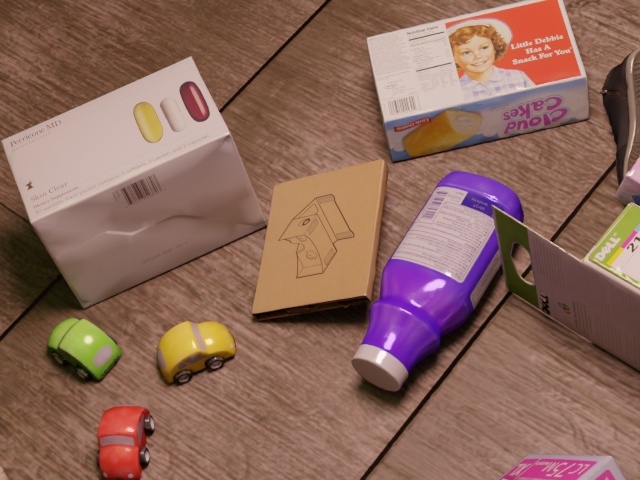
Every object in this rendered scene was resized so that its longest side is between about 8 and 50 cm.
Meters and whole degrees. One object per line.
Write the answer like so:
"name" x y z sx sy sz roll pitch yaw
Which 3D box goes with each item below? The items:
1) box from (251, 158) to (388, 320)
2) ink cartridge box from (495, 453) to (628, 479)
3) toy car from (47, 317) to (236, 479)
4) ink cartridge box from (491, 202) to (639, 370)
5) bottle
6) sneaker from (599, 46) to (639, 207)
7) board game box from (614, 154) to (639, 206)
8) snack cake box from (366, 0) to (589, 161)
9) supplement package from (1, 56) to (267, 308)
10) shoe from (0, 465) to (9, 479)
"box" 0.000 0.000 1.922 0.164 0.021 0.201 -11 53 28
"ink cartridge box" 0.157 0.329 1.579 0.311 0.186 0.065 -37 96 -20
"toy car" -0.250 0.153 1.884 0.225 0.053 0.239 27 66 27
"ink cartridge box" 0.328 0.038 1.749 0.255 0.189 0.097 33 70 29
"bottle" 0.135 0.049 1.844 0.118 0.092 0.283 19 62 29
"sneaker" 0.400 -0.123 1.921 0.083 0.118 0.222 3 84 -8
"board game box" 0.561 -0.094 1.810 0.318 0.066 0.319 32 67 11
"snack cake box" 0.203 -0.212 2.009 0.264 0.089 0.152 -12 53 4
"supplement package" -0.231 -0.071 1.939 0.262 0.204 0.145 -25 54 -4
"shoe" -0.403 0.302 1.823 0.076 0.058 0.219 -45 52 6
